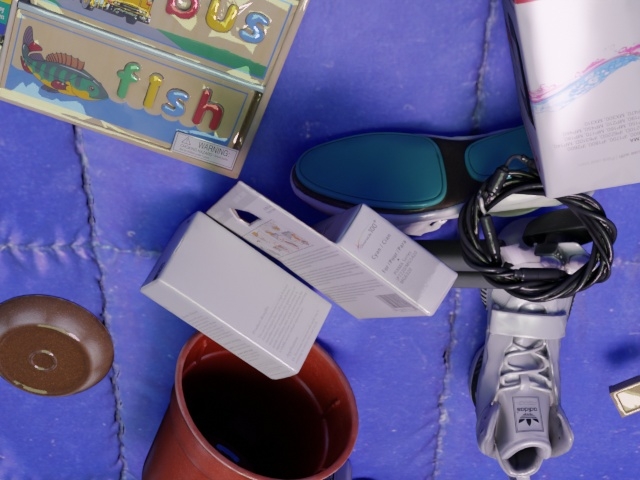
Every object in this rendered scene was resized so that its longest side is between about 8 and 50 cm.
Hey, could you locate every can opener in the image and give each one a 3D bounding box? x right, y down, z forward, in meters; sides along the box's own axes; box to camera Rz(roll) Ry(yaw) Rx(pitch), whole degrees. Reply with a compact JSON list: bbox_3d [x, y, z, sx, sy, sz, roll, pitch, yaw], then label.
[{"bbox_3d":[0.227,0.019,1.299,0.280,0.093,0.074,-5,136,37],"label":"can opener"}]

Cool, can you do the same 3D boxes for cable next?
[{"bbox_3d":[0.253,-0.001,1.175,0.184,0.047,0.151,37,98,1],"label":"cable"}]

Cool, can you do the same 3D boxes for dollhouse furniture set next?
[{"bbox_3d":[0.479,0.132,1.443,0.181,0.101,0.161,-26,97,19],"label":"dollhouse furniture set"}]

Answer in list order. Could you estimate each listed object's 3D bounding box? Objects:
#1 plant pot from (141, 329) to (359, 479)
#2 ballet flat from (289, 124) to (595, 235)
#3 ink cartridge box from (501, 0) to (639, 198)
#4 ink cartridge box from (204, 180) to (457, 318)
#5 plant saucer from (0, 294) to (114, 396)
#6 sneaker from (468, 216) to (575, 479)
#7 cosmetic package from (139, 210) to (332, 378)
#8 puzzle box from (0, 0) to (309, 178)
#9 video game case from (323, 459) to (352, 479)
[{"bbox_3d":[-0.124,0.294,1.461,0.272,0.272,0.265,22,132,-14],"label":"plant pot"},{"bbox_3d":[0.166,-0.066,1.272,0.400,0.139,0.139,-8,125,5],"label":"ballet flat"},{"bbox_3d":[0.266,-0.233,1.077,0.131,0.226,0.306,-10,124,9],"label":"ink cartridge box"},{"bbox_3d":[0.000,0.000,1.231,0.261,0.296,0.066,35,78,-9],"label":"ink cartridge box"},{"bbox_3d":[-0.407,0.168,1.496,0.198,0.036,0.199,0,127,0],"label":"plant saucer"},{"bbox_3d":[0.284,0.160,1.370,0.137,0.210,0.366,3,126,-1],"label":"sneaker"},{"bbox_3d":[-0.111,0.077,1.354,0.231,0.117,0.085,37,152,-15],"label":"cosmetic package"},{"bbox_3d":[-0.241,-0.252,1.180,0.408,0.052,0.272,18,124,-11],"label":"puzzle box"},{"bbox_3d":[-0.117,0.460,1.540,0.328,0.300,0.036,-10,114,8],"label":"video game case"}]
